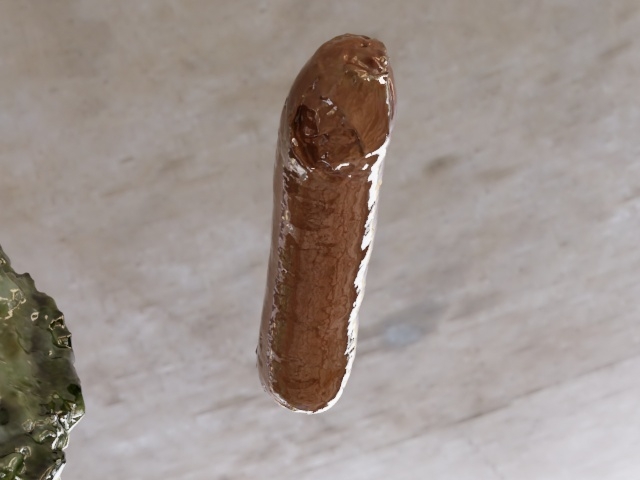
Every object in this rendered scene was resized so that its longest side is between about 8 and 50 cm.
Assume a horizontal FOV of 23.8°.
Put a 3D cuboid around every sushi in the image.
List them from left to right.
[{"bbox_3d":[-0.344,0.112,1.210,0.294,0.352,0.178,19,122,-26],"label":"sushi"}]

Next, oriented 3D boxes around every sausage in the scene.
[{"bbox_3d":[0.000,0.000,1.233,0.094,0.094,0.419,-22,146,-22],"label":"sausage"}]
